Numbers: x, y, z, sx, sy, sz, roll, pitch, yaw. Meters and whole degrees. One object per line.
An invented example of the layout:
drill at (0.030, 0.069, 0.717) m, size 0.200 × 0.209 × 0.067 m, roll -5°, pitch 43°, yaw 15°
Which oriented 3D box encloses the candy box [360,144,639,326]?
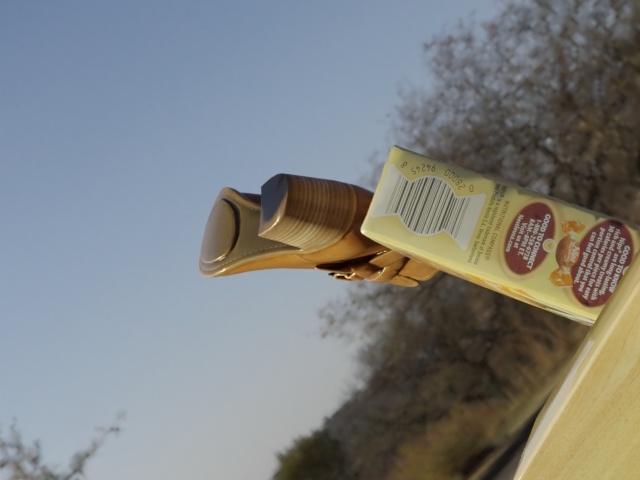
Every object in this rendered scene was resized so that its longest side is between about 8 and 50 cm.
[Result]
candy box at (0.212, 0.020, 1.065) m, size 0.088 × 0.316 × 0.183 m, roll -69°, pitch -23°, yaw -1°

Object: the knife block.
knife block at (0.213, 0.023, 0.714) m, size 0.275 × 0.242 × 0.088 m, roll -14°, pitch 18°, yaw 28°

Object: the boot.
boot at (0.000, 0.000, 1.395) m, size 0.220 × 0.109 × 0.283 m, roll 15°, pitch -24°, yaw -26°
